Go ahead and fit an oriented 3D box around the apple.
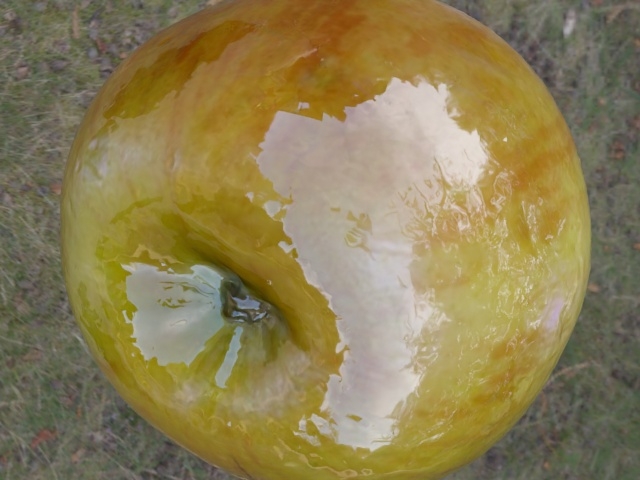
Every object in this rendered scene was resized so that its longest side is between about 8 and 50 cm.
[{"bbox_3d":[0.000,0.000,0.444,0.233,0.286,0.285,-28,114,-55],"label":"apple"}]
